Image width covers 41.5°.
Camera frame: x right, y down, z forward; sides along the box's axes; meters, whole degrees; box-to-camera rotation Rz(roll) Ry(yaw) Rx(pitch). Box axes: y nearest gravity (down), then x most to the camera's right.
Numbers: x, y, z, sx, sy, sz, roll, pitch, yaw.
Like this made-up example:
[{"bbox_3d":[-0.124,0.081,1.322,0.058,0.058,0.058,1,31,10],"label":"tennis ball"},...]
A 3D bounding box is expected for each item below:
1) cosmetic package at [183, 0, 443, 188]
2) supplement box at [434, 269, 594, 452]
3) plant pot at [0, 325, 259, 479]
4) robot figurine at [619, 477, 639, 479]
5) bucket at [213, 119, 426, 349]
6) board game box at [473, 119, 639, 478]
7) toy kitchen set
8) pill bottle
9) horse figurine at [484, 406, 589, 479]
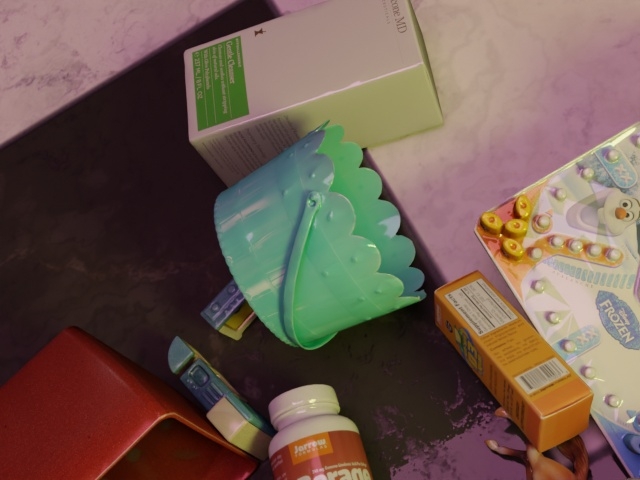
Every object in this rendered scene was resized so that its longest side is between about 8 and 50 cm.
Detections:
[{"bbox_3d":[-0.013,-0.241,1.316,0.366,0.155,0.196,-18,57,12],"label":"cosmetic package"},{"bbox_3d":[0.231,0.142,1.044,0.080,0.078,0.233,-22,44,-12],"label":"supplement box"},{"bbox_3d":[-0.288,0.272,1.099,0.267,0.267,0.236,-43,56,-4],"label":"plant pot"},{"bbox_3d":[0.408,0.340,0.863,0.278,0.173,0.209,4,52,22],"label":"robot figurine"},{"bbox_3d":[0.000,0.000,1.128,0.183,0.281,0.281,-28,58,16],"label":"bucket"},{"bbox_3d":[0.446,0.037,0.998,0.390,0.050,0.389,-31,76,3],"label":"board game box"},{"bbox_3d":[-0.108,0.163,1.167,0.166,0.122,0.207,-47,59,-6],"label":"toy kitchen set"},{"bbox_3d":[0.003,0.297,1.059,0.121,0.121,0.216,-23,59,8],"label":"pill bottle"},{"bbox_3d":[0.231,0.315,1.000,0.263,0.066,0.174,-48,52,-4],"label":"horse figurine"}]
